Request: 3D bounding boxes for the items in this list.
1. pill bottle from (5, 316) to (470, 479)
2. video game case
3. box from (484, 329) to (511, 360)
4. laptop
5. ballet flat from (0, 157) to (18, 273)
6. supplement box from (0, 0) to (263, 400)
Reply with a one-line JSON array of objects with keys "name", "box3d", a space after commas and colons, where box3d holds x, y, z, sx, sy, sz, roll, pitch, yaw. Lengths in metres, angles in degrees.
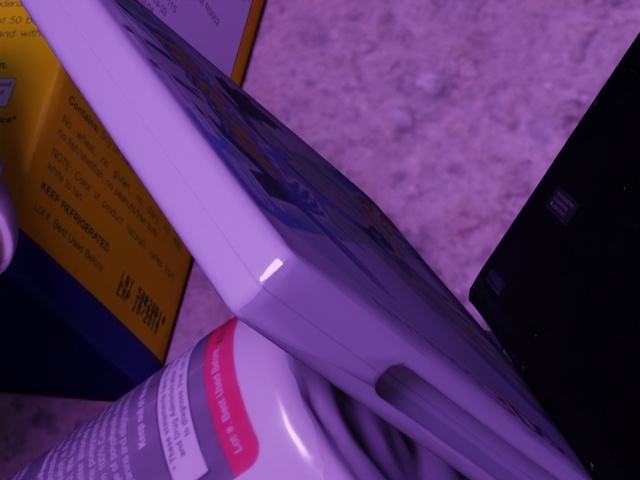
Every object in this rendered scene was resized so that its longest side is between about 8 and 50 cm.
[{"name": "pill bottle", "box3d": [-0.087, 0.177, 0.853, 0.318, 0.176, 0.176, -36, 52, 19]}, {"name": "video game case", "box3d": [0.000, 0.000, 0.809, 0.036, 0.300, 0.329, -46, 41, 6]}, {"name": "box", "box3d": [0.138, 0.150, 0.867, 0.184, 0.045, 0.190, 10, 66, 27]}, {"name": "laptop", "box3d": [0.308, -0.029, 0.763, 0.408, 0.236, 0.382, -57, 15, 10]}, {"name": "ballet flat", "box3d": [-0.227, 0.025, 0.852, 0.147, 0.147, 0.409, 33, 110, 35]}, {"name": "supplement box", "box3d": [-0.184, -0.101, 1.066, 0.195, 0.194, 0.356, 2, 62, 25]}]
